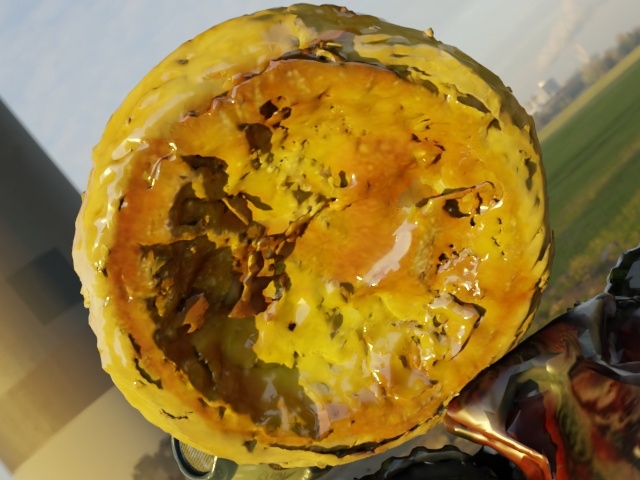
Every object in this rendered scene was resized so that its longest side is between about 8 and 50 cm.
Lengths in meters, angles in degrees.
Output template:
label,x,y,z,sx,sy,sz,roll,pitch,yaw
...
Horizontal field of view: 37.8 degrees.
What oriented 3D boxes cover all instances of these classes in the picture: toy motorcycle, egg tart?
label,x,y,z,sx,sy,sz,roll,pitch,yaw
toy motorcycle,0.207,0.078,0.448,0.401,0.207,0.134,-34,-41,-28
egg tart,0.000,0.000,0.557,0.290,0.290,0.115,-41,26,8

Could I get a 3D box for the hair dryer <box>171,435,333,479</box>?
label,x,y,z,sx,sy,sz,roll,pitch,yaw
hair dryer,0.041,0.114,0.854,0.298,0.119,0.296,-47,-29,10
